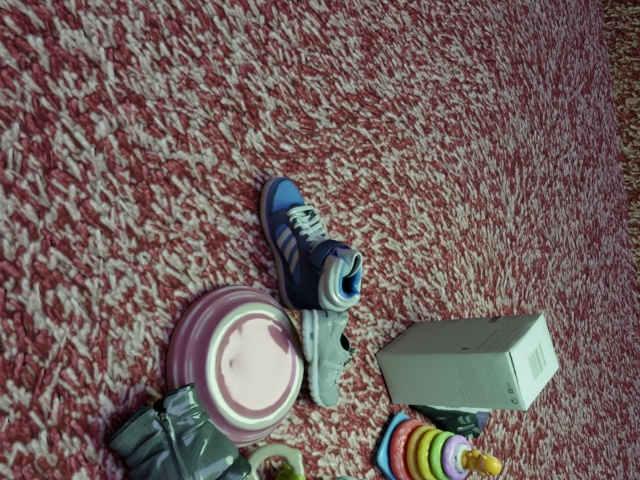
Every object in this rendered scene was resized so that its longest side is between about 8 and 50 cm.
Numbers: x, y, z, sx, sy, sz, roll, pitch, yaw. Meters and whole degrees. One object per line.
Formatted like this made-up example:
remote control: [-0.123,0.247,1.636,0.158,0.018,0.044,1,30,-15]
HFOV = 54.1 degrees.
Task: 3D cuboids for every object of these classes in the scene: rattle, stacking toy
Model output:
rattle: [-0.137,0.480,1.297,0.200,0.143,0.130,-7,95,-9]
stacking toy: [0.304,0.528,1.529,0.175,0.302,0.165,53,50,-23]

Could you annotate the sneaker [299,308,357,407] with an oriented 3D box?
sneaker: [0.026,0.265,1.372,0.105,0.115,0.281,-96,178,-51]

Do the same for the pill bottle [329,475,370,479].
pill bottle: [0.023,0.598,1.343,0.264,0.146,0.146,-2,84,-48]

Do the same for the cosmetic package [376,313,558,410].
cosmetic package: [0.362,0.302,1.573,0.217,0.385,0.156,-28,103,-47]

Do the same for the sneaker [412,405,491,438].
sneaker: [0.363,0.498,1.738,0.283,0.107,0.124,15,91,-32]

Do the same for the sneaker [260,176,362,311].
sneaker: [0.000,0.000,1.372,0.130,0.236,0.322,-10,90,-45]

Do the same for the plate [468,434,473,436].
plate: [0.459,0.495,1.888,0.188,0.024,0.188,10,76,-42]

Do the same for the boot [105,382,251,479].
boot: [-0.307,0.424,1.092,0.338,0.118,0.222,-40,94,-31]

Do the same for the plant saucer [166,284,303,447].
plant saucer: [-0.151,0.255,1.284,0.332,0.084,0.332,9,77,-44]
